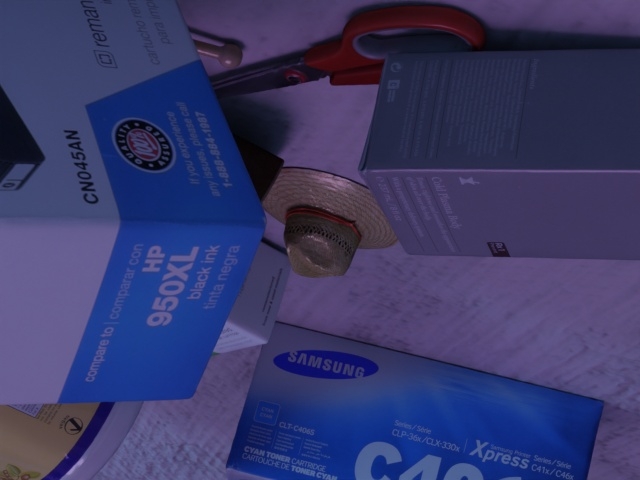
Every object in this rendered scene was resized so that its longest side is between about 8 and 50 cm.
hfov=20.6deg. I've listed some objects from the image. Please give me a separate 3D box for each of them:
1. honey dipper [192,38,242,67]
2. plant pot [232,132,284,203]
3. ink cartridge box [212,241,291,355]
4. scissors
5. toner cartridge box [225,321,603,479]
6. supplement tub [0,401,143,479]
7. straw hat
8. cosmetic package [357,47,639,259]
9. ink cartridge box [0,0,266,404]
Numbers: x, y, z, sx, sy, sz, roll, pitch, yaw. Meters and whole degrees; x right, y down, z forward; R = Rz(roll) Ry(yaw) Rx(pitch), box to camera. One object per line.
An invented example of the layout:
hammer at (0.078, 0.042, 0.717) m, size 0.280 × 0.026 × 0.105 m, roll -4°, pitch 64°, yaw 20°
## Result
honey dipper at (-0.135, -0.150, 1.266) m, size 0.161 × 0.030 × 0.030 m, roll 16°, pitch 158°, yaw -4°
plant pot at (-0.182, -0.041, 1.367) m, size 0.230 × 0.215 × 0.215 m, roll 35°, pitch 155°, yaw -6°
ink cartridge box at (-0.163, 0.020, 1.599) m, size 0.219 × 0.092 × 0.160 m, roll 28°, pitch 154°, yaw -28°
scissors at (-0.008, -0.129, 1.247) m, size 0.297 × 0.021 × 0.109 m, roll 3°, pitch 157°, yaw 32°
toner cartridge box at (0.095, 0.205, 1.759) m, size 0.348 × 0.165 × 0.075 m, roll 13°, pitch 156°, yaw 8°
supplement tub at (-0.350, 0.087, 1.692) m, size 0.331 × 0.241 × 0.241 m, roll 29°, pitch 155°, yaw -28°
straw hat at (0.000, 0.000, 1.480) m, size 0.144 × 0.061 × 0.144 m, roll 15°, pitch 158°, yaw 6°
cosmetic package at (0.161, -0.055, 1.159) m, size 0.238 × 0.107 × 0.127 m, roll 3°, pitch 152°, yaw 22°
ink cartridge box at (-0.270, -0.056, 1.038) m, size 0.395 × 0.285 × 0.166 m, roll 1°, pitch 136°, yaw -27°
